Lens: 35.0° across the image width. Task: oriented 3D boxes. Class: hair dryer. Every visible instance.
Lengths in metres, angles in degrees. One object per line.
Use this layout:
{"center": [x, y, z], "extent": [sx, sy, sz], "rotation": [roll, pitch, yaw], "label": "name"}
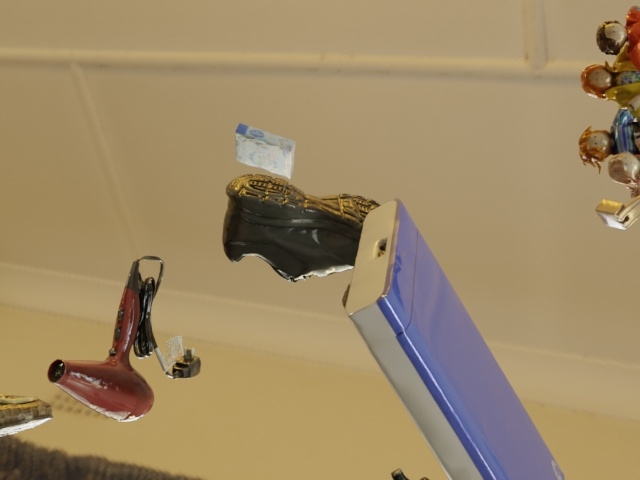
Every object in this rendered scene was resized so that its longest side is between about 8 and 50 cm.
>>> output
{"center": [-0.313, 0.166, 1.563], "extent": [0.080, 0.293, 0.223], "rotation": [-16, -79, 30], "label": "hair dryer"}

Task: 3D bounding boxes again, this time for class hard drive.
{"center": [0.125, 0.137, 0.847], "extent": [0.040, 0.210, 0.318], "rotation": [-27, -74, 17], "label": "hard drive"}

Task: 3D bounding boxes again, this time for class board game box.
{"center": [-0.084, -0.135, 1.537], "extent": [0.090, 0.020, 0.090], "rotation": [19, -24, 5], "label": "board game box"}

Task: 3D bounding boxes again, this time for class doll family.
{"center": [0.385, -0.147, 1.193], "extent": [0.163, 0.263, 0.118], "rotation": [-4, -21, 13], "label": "doll family"}

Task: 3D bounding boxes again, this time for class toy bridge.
{"center": [0.355, -0.082, 1.000], "extent": [0.026, 0.188, 0.063], "rotation": [51, -13, -25], "label": "toy bridge"}

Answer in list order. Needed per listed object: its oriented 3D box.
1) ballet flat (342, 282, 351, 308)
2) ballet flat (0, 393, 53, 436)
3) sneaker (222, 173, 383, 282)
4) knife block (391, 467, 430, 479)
{"center": [0.087, 0.092, 1.737], "extent": [0.173, 0.057, 0.049], "rotation": [-12, -104, 58], "label": "ballet flat"}
{"center": [-0.382, 0.169, 0.972], "extent": [0.250, 0.058, 0.084], "rotation": [-8, -14, 2], "label": "ballet flat"}
{"center": [0.000, 0.000, 1.399], "extent": [0.286, 0.109, 0.130], "rotation": [15, -66, -5], "label": "sneaker"}
{"center": [0.174, 0.378, 1.139], "extent": [0.276, 0.088, 0.242], "rotation": [33, -17, 33], "label": "knife block"}
